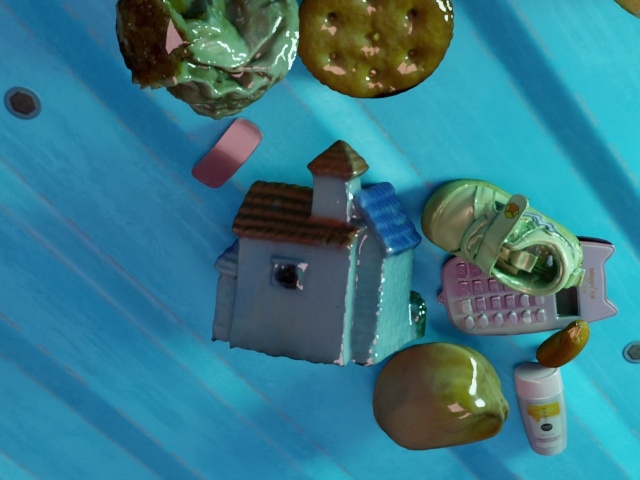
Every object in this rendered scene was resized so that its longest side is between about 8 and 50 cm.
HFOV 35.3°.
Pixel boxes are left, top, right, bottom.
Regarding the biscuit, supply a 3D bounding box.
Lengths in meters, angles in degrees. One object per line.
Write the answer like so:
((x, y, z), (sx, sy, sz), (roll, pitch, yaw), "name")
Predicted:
((0.075, -0.290, 1.380), (0.220, 0.066, 0.220), (4, 133, 4), "biscuit")

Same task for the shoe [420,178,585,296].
((0.287, -0.008, 1.549), (0.262, 0.128, 0.140), (25, 101, -2), "shoe")

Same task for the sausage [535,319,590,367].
((0.412, 0.177, 1.699), (0.062, 0.054, 0.183), (-32, 166, -23), "sausage")

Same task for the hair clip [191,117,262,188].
((-0.144, -0.129, 1.538), (0.054, 0.022, 0.137), (36, 119, -19), "hair clip")

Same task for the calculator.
((0.339, 0.075, 1.672), (0.294, 0.043, 0.194), (-7, 126, 10), "calculator")

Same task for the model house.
((0.000, 0.000, 1.537), (0.294, 0.251, 0.329), (7, 105, 24), "model house")

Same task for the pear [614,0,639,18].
((0.447, -0.350, 1.290), (0.178, 0.178, 0.178), (0, 126, 0), "pear")

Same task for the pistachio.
((0.190, 0.274, 1.751), (0.260, 0.163, 0.213), (-31, 100, 36), "pistachio")

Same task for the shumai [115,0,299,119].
((-0.173, -0.279, 1.290), (0.222, 0.260, 0.225), (10, 97, -32), "shumai")

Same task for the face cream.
((0.403, 0.305, 1.822), (0.084, 0.057, 0.198), (-10, 126, 12), "face cream")
